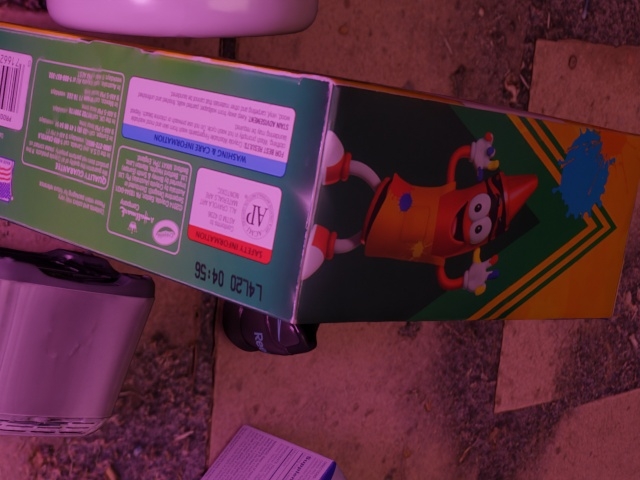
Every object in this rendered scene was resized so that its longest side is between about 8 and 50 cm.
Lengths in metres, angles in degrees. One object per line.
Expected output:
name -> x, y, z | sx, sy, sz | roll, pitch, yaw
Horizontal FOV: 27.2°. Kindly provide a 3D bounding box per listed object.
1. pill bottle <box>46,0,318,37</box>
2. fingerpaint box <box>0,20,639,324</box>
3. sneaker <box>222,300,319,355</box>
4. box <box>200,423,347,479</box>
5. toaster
pill bottle -> -0.110, -0.375, 1.062 | 0.229, 0.229, 0.408 | -12, 109, -44
fingerpaint box -> -0.032, -0.057, 1.068 | 0.371, 0.444, 0.163 | 2, 100, -47
sneaker -> 0.000, 0.000, 1.363 | 0.101, 0.106, 0.267 | 33, 75, -44
box -> -0.055, 0.271, 1.351 | 0.126, 0.137, 0.072 | -51, 132, -24
toaster -> -0.253, 0.079, 1.106 | 0.227, 0.129, 0.147 | 11, 94, -48
